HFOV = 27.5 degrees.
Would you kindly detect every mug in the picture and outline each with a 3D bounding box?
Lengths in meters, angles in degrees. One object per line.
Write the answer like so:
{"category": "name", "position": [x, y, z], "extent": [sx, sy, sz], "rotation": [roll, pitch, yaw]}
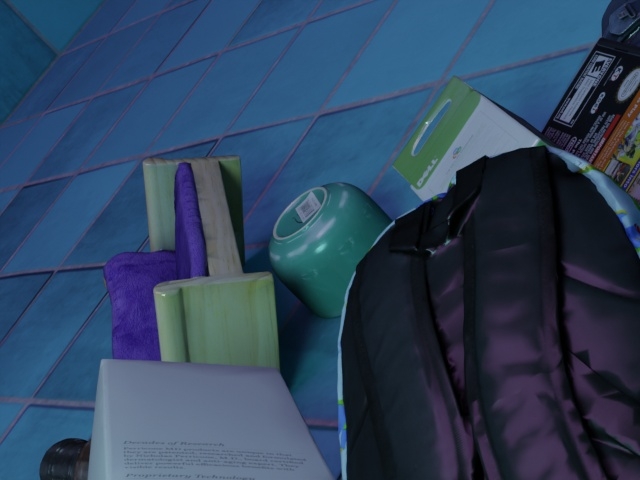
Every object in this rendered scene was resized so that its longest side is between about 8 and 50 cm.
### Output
{"category": "mug", "position": [0.000, 0.005, 1.381], "extent": [0.157, 0.097, 0.129], "rotation": [-18, 35, 43]}

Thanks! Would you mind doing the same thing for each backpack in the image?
{"category": "backpack", "position": [0.141, 0.114, 0.825], "extent": [0.290, 0.273, 0.355], "rotation": [-36, 57, 26]}

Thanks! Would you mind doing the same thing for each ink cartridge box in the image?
{"category": "ink cartridge box", "position": [0.145, -0.062, 1.155], "extent": [0.109, 0.062, 0.209], "rotation": [-57, 24, 11]}

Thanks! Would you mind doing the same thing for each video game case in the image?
{"category": "video game case", "position": [0.230, -0.026, 1.070], "extent": [0.275, 0.035, 0.248], "rotation": [-59, 24, 4]}

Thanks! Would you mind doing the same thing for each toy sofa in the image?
{"category": "toy sofa", "position": [-0.152, 0.038, 1.417], "extent": [0.177, 0.150, 0.362], "rotation": [-5, 25, -7]}

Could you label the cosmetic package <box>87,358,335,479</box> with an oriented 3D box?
{"category": "cosmetic package", "position": [-0.082, 0.220, 0.896], "extent": [0.365, 0.155, 0.197], "rotation": [-142, 57, -76]}

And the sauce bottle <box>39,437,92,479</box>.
{"category": "sauce bottle", "position": [-0.170, 0.231, 1.274], "extent": [0.344, 0.111, 0.111], "rotation": [-8, 43, 51]}

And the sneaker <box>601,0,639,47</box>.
{"category": "sneaker", "position": [0.352, -0.208, 1.186], "extent": [0.226, 0.086, 0.163], "rotation": [-35, 29, 22]}
